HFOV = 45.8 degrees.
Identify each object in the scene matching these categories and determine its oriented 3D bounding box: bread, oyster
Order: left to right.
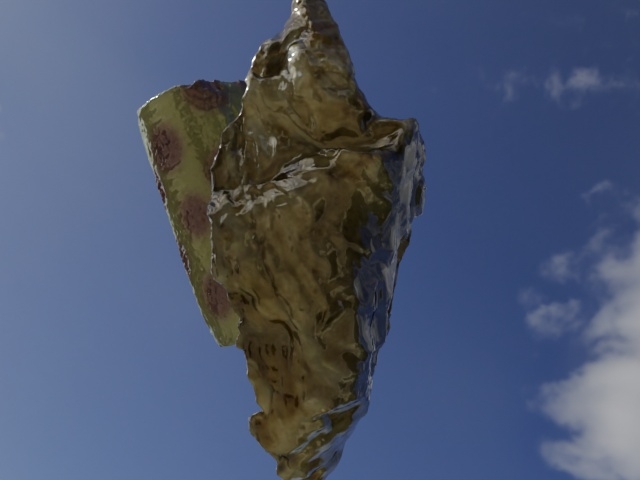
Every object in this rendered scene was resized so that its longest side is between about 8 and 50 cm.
[{"bbox_3d":[-0.097,-0.037,1.002,0.155,0.187,0.338,-21,-94,34],"label":"bread"},{"bbox_3d":[0.005,0.001,0.521,0.110,0.341,0.166,5,-9,32],"label":"oyster"}]
